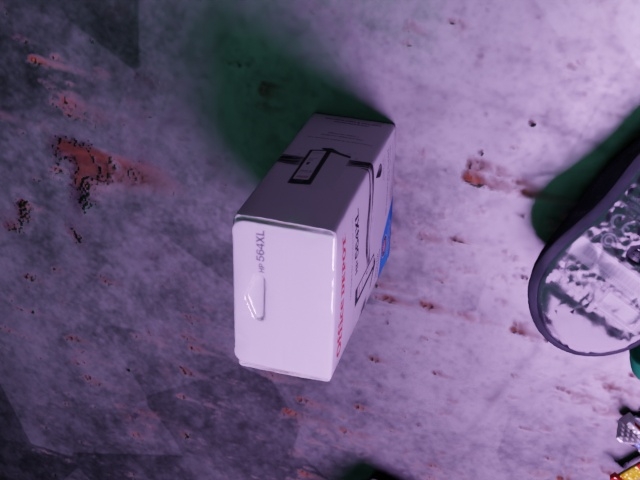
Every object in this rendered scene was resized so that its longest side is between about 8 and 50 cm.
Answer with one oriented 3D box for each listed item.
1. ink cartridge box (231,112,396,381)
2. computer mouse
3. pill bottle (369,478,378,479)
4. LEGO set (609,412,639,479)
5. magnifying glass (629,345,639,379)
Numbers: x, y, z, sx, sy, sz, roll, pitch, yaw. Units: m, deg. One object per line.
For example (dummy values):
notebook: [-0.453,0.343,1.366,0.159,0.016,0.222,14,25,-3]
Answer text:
ink cartridge box: [0.000,0.000,0.794,0.086,0.203,0.148,10,123,13]
computer mouse: [0.288,-0.014,0.775,0.188,0.072,0.272,40,112,-5]
pill bottle: [0.113,0.346,1.037,0.169,0.094,0.094,27,125,2]
LEGO set: [0.381,0.257,0.913,0.244,0.060,0.182,1,117,19]
magnifying glass: [0.387,0.091,0.798,0.231,0.092,0.026,-10,114,13]
